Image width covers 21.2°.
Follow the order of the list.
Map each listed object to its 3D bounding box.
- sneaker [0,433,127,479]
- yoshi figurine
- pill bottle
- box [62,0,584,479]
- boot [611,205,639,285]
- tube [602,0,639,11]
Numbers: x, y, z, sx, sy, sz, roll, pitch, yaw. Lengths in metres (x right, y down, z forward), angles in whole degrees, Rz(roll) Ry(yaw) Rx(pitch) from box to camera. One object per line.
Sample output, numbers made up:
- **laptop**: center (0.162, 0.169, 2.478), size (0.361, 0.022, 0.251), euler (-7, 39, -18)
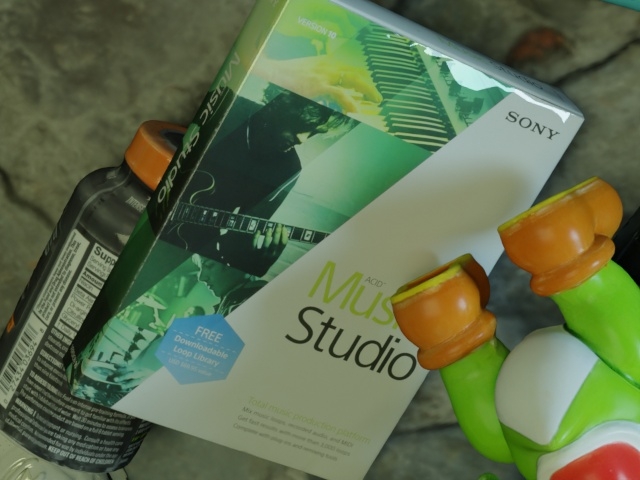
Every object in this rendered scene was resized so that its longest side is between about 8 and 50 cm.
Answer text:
- **sneaker**: center (-0.195, 0.210, 1.303), size (0.235, 0.095, 0.090), euler (45, 111, 10)
- **yoshi figurine**: center (0.209, 0.147, 1.112), size (0.203, 0.203, 0.362), euler (-29, 85, -24)
- **pill bottle**: center (-0.142, 0.036, 1.238), size (0.130, 0.130, 0.245), euler (33, 107, 12)
- **box**: center (0.000, 0.000, 1.153), size (0.232, 0.058, 0.322), euler (21, 108, -25)
- **boot**: center (0.254, 0.004, 1.136), size (0.099, 0.045, 0.121), euler (40, 116, 13)
- **tube**: center (0.185, -0.192, 1.133), size (0.207, 0.052, 0.080), euler (14, 107, 12)
